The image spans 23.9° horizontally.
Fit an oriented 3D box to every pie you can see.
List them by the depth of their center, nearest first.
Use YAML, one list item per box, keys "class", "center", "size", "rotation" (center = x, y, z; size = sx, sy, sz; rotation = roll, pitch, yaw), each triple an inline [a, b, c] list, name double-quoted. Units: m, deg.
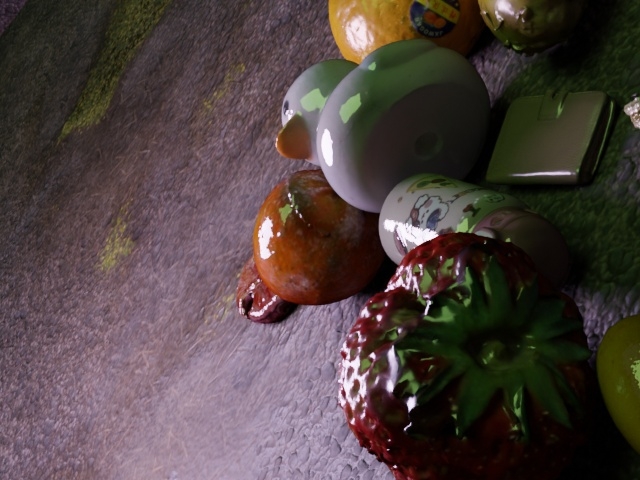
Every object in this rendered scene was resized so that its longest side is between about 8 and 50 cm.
- class: "pie"
  center: [-0.059, 0.045, 2.044]
  size: [0.153, 0.038, 0.153]
  rotation: [-38, 34, 32]

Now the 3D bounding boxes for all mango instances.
- class: "mango"
  center: [0.301, 0.138, 1.300]
  size: [0.102, 0.085, 0.184]
  rotation: [-47, 40, 18]

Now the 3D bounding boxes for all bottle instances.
- class: "bottle"
  center: [0.168, 0.000, 1.612]
  size: [0.120, 0.120, 0.253]
  rotation: [-62, 27, -3]

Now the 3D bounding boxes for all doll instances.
- class: "doll"
  center: [0.068, -0.145, 1.789]
  size: [0.251, 0.221, 0.221]
  rotation: [-24, 23, -15]

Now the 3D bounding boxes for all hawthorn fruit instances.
- class: "hawthorn fruit"
  center: [0.000, 0.000, 1.853]
  size: [0.173, 0.173, 0.173]
  rotation: [-40, 34, 34]

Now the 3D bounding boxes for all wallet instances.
- class: "wallet"
  center: [0.254, -0.112, 1.661]
  size: [0.153, 0.039, 0.118]
  rotation: [4, 70, 56]

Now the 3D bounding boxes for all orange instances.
- class: "orange"
  center: [0.113, -0.305, 1.929]
  size: [0.219, 0.193, 0.219]
  rotation: [-59, 10, 18]

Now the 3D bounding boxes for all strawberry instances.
- class: "strawberry"
  center: [0.134, 0.135, 1.439]
  size: [0.250, 0.238, 0.288]
  rotation: [-47, -3, -26]

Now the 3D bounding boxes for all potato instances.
- class: "potato"
  center: [0.251, -0.334, 1.766]
  size: [0.173, 0.140, 0.300]
  rotation: [-50, 23, 34]

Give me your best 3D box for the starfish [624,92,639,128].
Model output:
- class: "starfish"
  center: [0.392, -0.150, 1.464]
  size: [0.236, 0.062, 0.277]
  rotation: [-27, 38, 39]
